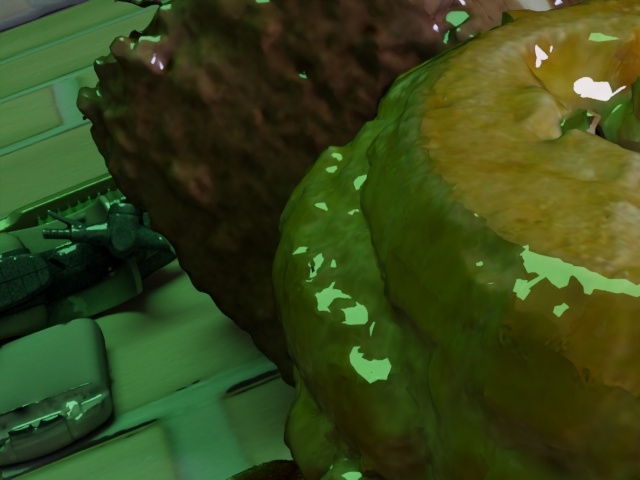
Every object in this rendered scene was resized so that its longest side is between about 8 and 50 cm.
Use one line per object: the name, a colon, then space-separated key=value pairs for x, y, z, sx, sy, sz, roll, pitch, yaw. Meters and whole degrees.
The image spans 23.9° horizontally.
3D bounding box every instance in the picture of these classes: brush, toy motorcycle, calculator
brush: x=-0.264 y=0.004 z=1.337 sx=0.282 sy=0.054 sz=0.048 roll=-22 pitch=40 yaw=-6
toy motorcycle: x=-0.213 y=0.028 z=1.136 sx=0.263 sy=0.091 sz=0.157 roll=-20 pitch=-2 yaw=-24
calculator: x=-0.195 y=0.101 z=1.048 sx=0.100 sy=0.032 sz=0.175 roll=-20 pitch=20 yaw=-4

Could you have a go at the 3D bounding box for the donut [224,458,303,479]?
donut: x=-0.018 y=0.155 z=0.714 sx=0.140 sy=0.059 sz=0.140 roll=-17 pitch=20 yaw=6

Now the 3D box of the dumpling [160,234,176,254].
dumpling: x=-0.007 y=0.002 z=1.069 sx=0.217 sy=0.149 sz=0.105 roll=-11 pitch=-25 yaw=-39

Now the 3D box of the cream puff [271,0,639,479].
cream puff: x=0.152 y=0.049 z=0.582 sx=0.343 sy=0.231 sz=0.327 roll=-9 pitch=30 yaw=-14

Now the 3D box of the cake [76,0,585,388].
cake: x=0.052 y=-0.089 z=0.899 sx=0.256 sy=0.282 sz=0.290 roll=-38 pitch=4 yaw=36

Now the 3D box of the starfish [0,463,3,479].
starfish: x=-0.170 y=0.183 z=0.744 sx=0.150 sy=0.053 sz=0.209 roll=5 pitch=27 yaw=16
